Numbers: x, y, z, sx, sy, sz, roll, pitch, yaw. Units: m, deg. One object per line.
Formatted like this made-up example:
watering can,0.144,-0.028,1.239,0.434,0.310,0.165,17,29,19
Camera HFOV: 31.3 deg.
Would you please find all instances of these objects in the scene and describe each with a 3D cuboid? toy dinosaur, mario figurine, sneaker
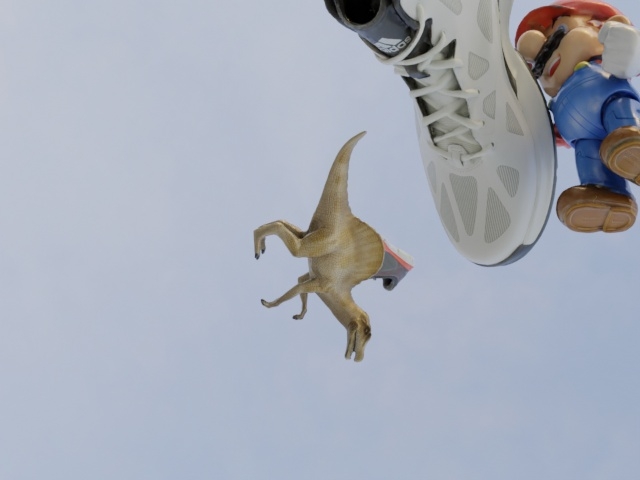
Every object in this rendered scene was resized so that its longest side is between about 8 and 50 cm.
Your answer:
toy dinosaur,0.000,0.000,0.825,0.093,0.053,0.183,-3,-64,2
mario figurine,0.267,-0.159,1.240,0.198,0.170,0.320,-25,-142,20
sneaker,0.056,0.020,1.465,0.064,0.158,0.061,-60,-147,-2
sneaker,0.105,-0.172,1.202,0.169,0.257,0.447,-2,-79,42
